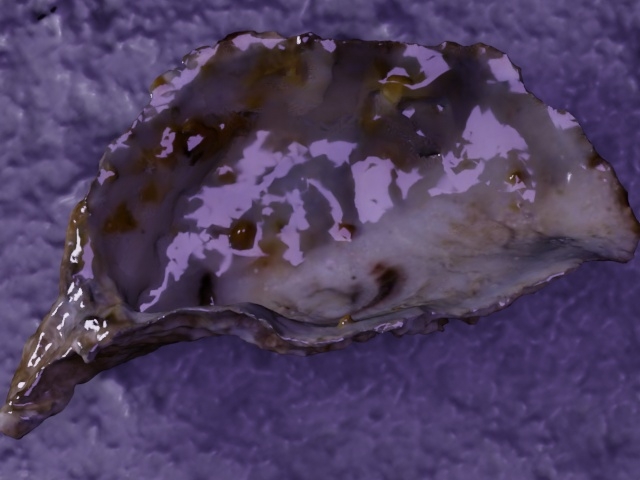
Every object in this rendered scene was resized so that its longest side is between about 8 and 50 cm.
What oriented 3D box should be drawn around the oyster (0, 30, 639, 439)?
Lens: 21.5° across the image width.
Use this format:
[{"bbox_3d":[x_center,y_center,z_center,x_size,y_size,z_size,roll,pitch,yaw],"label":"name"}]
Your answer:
[{"bbox_3d":[-0.018,-0.020,1.001,0.396,0.111,0.204,-13,72,-2],"label":"oyster"}]
